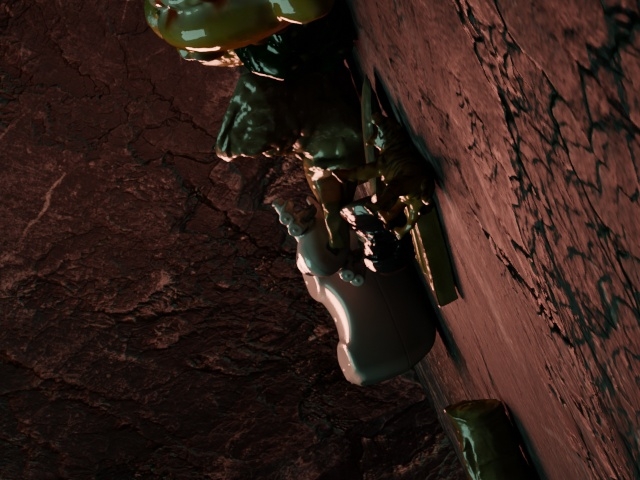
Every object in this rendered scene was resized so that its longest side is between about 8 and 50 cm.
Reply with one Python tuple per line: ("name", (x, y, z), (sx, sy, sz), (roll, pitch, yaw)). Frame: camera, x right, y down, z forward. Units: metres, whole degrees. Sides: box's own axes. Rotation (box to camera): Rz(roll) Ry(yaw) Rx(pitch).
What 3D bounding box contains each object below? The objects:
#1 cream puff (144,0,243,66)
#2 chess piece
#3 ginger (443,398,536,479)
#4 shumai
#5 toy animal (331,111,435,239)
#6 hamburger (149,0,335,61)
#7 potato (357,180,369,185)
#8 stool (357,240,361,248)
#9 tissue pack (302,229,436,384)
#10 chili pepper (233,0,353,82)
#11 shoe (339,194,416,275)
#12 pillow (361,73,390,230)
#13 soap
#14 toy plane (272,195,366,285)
("cream puff", (-0.169, -0.475, 1.977), (0.270, 0.323, 0.274), (43, -163, -14))
("chess piece", (0.022, -0.124, 2.034), (0.137, 0.137, 0.301), (67, -167, -47))
("ginger", (0.285, 0.375, 1.632), (0.116, 0.109, 0.263), (-24, -89, -63))
("shumai", (-0.008, -0.243, 1.747), (0.262, 0.314, 0.267), (22, -176, -3))
("toy animal", (0.112, -0.069, 1.316), (0.114, 0.116, 0.255), (41, -175, -24))
("hamburger", (-0.084, -0.339, 1.242), (0.303, 0.261, 0.186), (-4, 123, 46))
("potato", (0.060, -0.176, 2.308), (0.061, 0.086, 0.122), (38, 153, 59))
("stool", (0.123, -0.011, 2.127), (0.110, 0.096, 0.096), (77, 170, -67))
("tissue pack", (0.120, 0.140, 2.275), (0.229, 0.236, 0.333), (108, 139, -76))
("chili pepper", (-0.062, -0.343, 1.540), (0.165, 0.174, 0.261), (73, 170, -46))
("shoe", (0.114, -0.005, 1.906), (0.291, 0.114, 0.137), (59, -168, -72))
("pillow", (0.082, -0.126, 1.487), (0.130, 0.033, 0.217), (48, -144, -75))
("soap", (0.159, -0.004, 1.537), (0.252, 0.037, 0.092), (67, -179, -51))
("toy plane", (0.003, -0.002, 2.101), (0.252, 0.118, 0.252), (40, -158, -20))
